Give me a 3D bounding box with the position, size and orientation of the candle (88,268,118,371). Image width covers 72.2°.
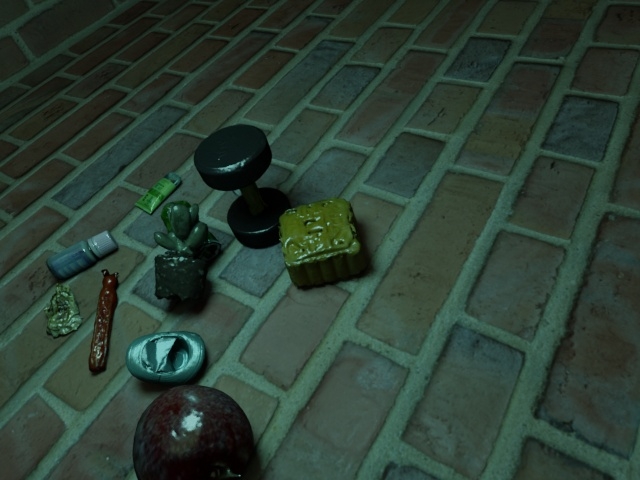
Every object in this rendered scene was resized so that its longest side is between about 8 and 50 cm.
[{"bbox_3d":[-0.616,0.218,1.255,0.051,0.048,0.329,-24,49,11],"label":"candle"}]

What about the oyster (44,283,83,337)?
[{"bbox_3d":[-0.771,0.209,1.299,0.108,0.053,0.166,-31,57,1],"label":"oyster"}]

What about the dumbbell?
[{"bbox_3d":[-0.210,-0.149,1.273,0.203,0.323,0.204,-7,50,9],"label":"dumbbell"}]

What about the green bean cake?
[{"bbox_3d":[0.000,0.000,1.224,0.229,0.131,0.224,-14,49,2],"label":"green bean cake"}]

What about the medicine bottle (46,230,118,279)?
[{"bbox_3d":[-0.760,0.044,1.408,0.203,0.083,0.083,-31,51,-10],"label":"medicine bottle"}]

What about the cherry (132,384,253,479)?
[{"bbox_3d":[-0.270,0.414,0.909,0.230,0.203,0.300,-45,41,-20],"label":"cherry"}]

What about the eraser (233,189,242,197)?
[{"bbox_3d":[-0.255,-0.170,1.497,0.065,0.026,0.105,-41,54,-16],"label":"eraser"}]

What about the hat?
[{"bbox_3d":[-0.386,0.298,1.116,0.190,0.078,0.138,4,58,-7],"label":"hat"}]

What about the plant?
[{"bbox_3d":[-0.385,0.032,1.218,0.149,0.146,0.275,3,89,-17],"label":"plant"}]

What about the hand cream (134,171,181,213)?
[{"bbox_3d":[-0.573,-0.174,1.566,0.095,0.046,0.175,27,63,28],"label":"hand cream"}]

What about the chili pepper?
[{"bbox_3d":[-0.426,-0.034,1.385,0.136,0.099,0.270,-45,57,9],"label":"chili pepper"}]
